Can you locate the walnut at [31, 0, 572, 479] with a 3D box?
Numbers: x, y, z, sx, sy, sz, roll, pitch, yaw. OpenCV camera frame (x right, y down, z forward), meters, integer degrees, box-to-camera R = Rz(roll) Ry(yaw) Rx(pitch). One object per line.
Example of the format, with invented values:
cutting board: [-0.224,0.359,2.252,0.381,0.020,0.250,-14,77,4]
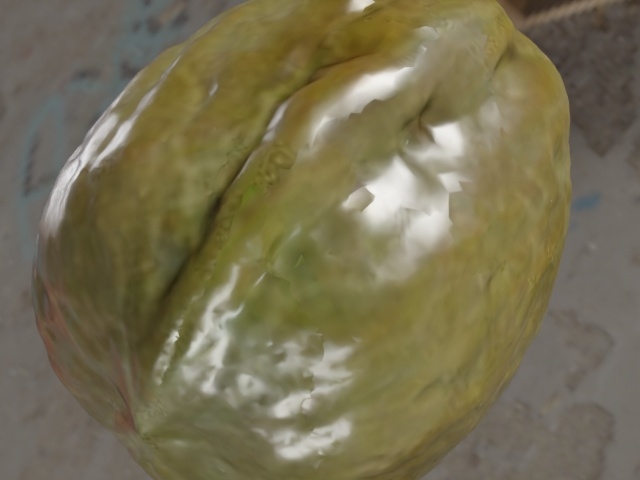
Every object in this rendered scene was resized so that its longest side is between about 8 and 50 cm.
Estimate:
walnut: [0.000,0.000,0.870,0.227,0.283,0.283,33,88,17]
